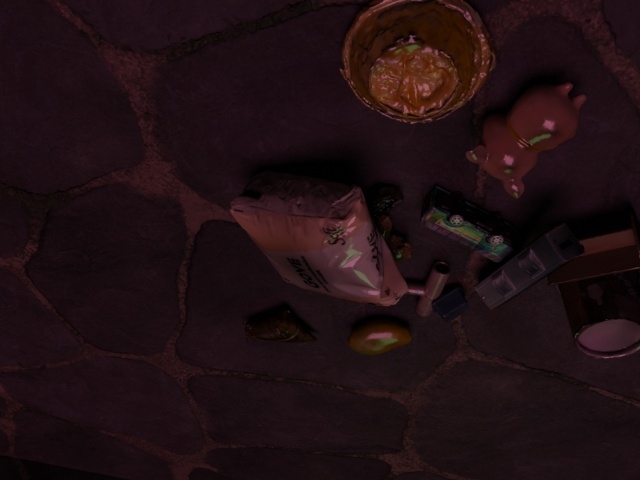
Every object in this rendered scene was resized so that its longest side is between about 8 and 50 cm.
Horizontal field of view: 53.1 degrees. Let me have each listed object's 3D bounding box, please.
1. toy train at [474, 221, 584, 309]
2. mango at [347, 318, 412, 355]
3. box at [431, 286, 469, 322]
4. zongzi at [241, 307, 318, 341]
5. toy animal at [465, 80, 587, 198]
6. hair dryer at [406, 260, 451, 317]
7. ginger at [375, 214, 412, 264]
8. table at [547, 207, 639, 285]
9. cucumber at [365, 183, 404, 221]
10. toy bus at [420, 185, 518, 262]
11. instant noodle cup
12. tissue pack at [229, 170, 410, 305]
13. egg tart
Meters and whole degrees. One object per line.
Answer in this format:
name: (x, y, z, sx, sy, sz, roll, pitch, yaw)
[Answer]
toy train: (0.491, 0.083, 1.591, 0.089, 0.086, 0.409, -24, 164, -24)
mango: (0.176, 0.291, 1.960, 0.191, 0.085, 0.122, -24, 117, 18)
box: (0.368, 0.183, 1.795, 0.099, 0.054, 0.074, -32, 145, 1)
zongzi: (-0.132, 0.294, 2.025, 0.187, 0.084, 0.184, -16, 141, 33)
toy animal: (0.439, -0.229, 1.340, 0.165, 0.149, 0.248, 38, 119, -7)
hair dryer: (0.233, 0.114, 1.797, 0.220, 0.054, 0.195, 17, 135, 2)
ginger: (0.189, 0.005, 1.670, 0.096, 0.067, 0.165, 13, 141, 29)
table: (0.658, 0.030, 1.552, 0.226, 0.167, 0.167, -16, 131, 30)
cucumber: (0.109, -0.059, 1.623, 0.067, 0.067, 0.245, 30, 133, -20)
toy bus: (0.369, -0.037, 1.584, 0.261, 0.091, 0.109, 26, 141, -14)
instant noodle cup: (0.728, 0.171, 1.645, 0.217, 0.207, 0.217, 6, 137, 5)
tissue pack: (0.000, 0.000, 1.579, 0.390, 0.195, 0.375, 8, 144, 34)
egg tart: (0.191, -0.345, 1.275, 0.315, 0.120, 0.315, 5, 137, 5)
